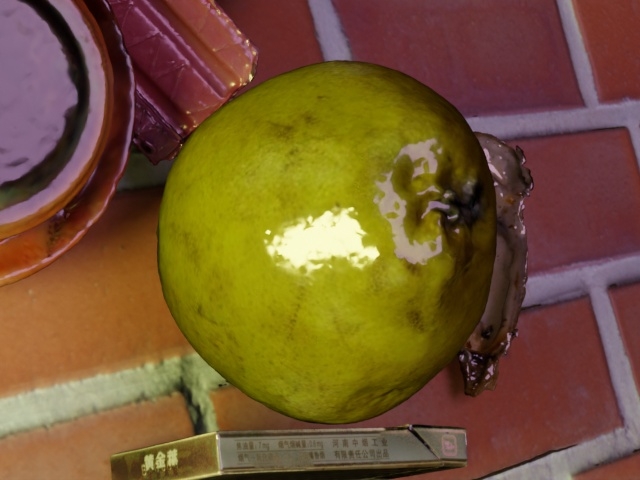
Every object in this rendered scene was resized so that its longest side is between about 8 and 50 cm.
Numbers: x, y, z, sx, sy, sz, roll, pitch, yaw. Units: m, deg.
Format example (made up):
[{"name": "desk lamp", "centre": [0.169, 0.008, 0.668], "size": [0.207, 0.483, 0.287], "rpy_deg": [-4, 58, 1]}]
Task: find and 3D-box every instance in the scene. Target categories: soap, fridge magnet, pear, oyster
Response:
[{"name": "soap", "centre": [-0.193, -0.219, 1.565], "size": [0.162, 0.099, 0.250], "rpy_deg": [-42, 111, -1]}, {"name": "fridge magnet", "centre": [-0.335, -0.132, 1.396], "size": [0.363, 0.155, 0.364], "rpy_deg": [1, 88, -27]}, {"name": "pear", "centre": [0.000, 0.000, 1.522], "size": [0.352, 0.413, 0.352], "rpy_deg": [6, 76, -24]}, {"name": "oyster", "centre": [0.191, 0.027, 1.907], "size": [0.128, 0.078, 0.345], "rpy_deg": [9, 71, -18]}]

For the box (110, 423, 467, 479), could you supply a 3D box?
[{"name": "box", "centre": [-0.027, 0.221, 1.559], "size": [0.324, 0.180, 0.047], "rpy_deg": [5, 74, -41]}]
